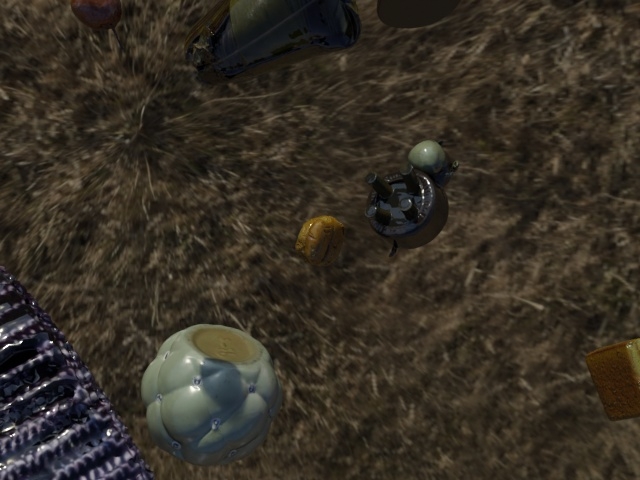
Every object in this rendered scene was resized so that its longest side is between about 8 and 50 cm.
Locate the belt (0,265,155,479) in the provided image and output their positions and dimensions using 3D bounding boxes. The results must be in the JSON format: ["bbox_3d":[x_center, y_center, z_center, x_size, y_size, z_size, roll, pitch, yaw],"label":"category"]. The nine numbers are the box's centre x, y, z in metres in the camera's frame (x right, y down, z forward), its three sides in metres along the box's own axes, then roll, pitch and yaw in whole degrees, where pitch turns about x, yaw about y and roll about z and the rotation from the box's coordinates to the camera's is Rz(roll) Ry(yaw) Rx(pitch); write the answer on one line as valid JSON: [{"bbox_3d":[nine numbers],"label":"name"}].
[{"bbox_3d":[-0.152,0.165,0.613,0.122,0.260,0.325,-32,115,-25],"label":"belt"}]

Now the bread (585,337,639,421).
[{"bbox_3d":[0.362,0.166,1.314,0.035,0.094,0.090,-15,81,-21],"label":"bread"}]

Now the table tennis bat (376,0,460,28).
[{"bbox_3d":[0.186,-0.443,1.888,0.154,0.274,0.021,-4,67,-16],"label":"table tennis bat"}]

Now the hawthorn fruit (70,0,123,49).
[{"bbox_3d":[-0.296,-0.307,1.521,0.067,0.067,0.103,-36,108,-4],"label":"hawthorn fruit"}]

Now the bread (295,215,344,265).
[{"bbox_3d":[0.000,0.000,1.640,0.081,0.046,0.083,-59,144,-14],"label":"bread"}]

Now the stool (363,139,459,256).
[{"bbox_3d":[0.146,-0.081,1.780,0.217,0.125,0.121,-60,141,-12],"label":"stool"}]

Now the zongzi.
[{"bbox_3d":[-0.108,-0.412,1.734,0.289,0.154,0.317,-16,123,7],"label":"zongzi"}]

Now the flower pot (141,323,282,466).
[{"bbox_3d":[-0.187,0.263,1.922,0.246,0.246,0.195,11,111,-10],"label":"flower pot"}]
